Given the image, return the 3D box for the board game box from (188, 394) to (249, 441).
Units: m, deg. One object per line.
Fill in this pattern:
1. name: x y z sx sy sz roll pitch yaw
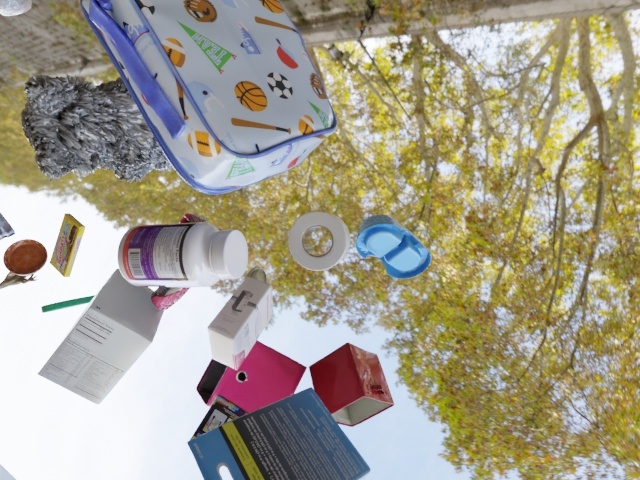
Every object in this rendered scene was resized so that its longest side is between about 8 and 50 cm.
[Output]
1. board game box: -0.248 0.532 1.168 0.170 0.048 0.141 29 -110 10

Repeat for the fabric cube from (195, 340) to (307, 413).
1. fabric cube: -0.248 0.484 1.497 0.254 0.258 0.259 -62 -162 -16

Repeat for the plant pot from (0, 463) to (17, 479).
1. plant pot: -0.744 0.544 0.795 0.247 0.252 0.248 23 -125 21

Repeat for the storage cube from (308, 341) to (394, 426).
1. storage cube: 0.103 0.487 1.433 0.215 0.183 0.193 -39 -136 22

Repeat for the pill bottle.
1. pill bottle: -0.225 0.024 0.710 0.193 0.108 0.108 -1 -115 18

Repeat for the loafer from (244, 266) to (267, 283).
1. loafer: -0.275 0.221 1.786 0.092 0.101 0.269 -32 -144 42

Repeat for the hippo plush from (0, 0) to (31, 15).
1. hippo plush: -0.700 -0.587 0.808 0.294 0.236 0.235 -46 -122 47

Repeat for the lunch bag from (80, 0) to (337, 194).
1. lunch bag: -0.130 -0.216 0.516 0.115 0.243 0.304 -31 -90 46

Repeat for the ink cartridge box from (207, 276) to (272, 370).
1. ink cartridge box: -0.229 0.238 1.249 0.092 0.159 0.218 20 -137 16

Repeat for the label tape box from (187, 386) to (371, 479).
1. label tape box: -0.096 0.511 0.955 0.249 0.347 0.115 46 -51 34

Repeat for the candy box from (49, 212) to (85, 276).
1. candy box: -0.899 0.017 1.509 0.105 0.027 0.206 32 -74 26

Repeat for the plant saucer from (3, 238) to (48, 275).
1. plant saucer: -0.647 0.037 0.936 0.013 0.083 0.084 131 -29 -63

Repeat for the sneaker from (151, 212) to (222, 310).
1. sneaker: -0.352 0.051 1.068 0.121 0.112 0.299 -41 -158 31

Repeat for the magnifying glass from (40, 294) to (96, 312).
1. magnifying glass: -0.659 0.169 1.209 0.092 0.230 0.026 -17 -93 47

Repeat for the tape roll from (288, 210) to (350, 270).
1. tape roll: 0.000 0.000 1.796 0.245 0.169 0.246 0 -89 10

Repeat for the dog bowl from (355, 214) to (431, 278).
1. dog bowl: 0.245 0.018 1.449 0.166 0.297 0.074 -40 -147 28

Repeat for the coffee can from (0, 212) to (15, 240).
1. coffee can: -0.704 -0.014 0.694 0.201 0.202 0.275 16 -132 41

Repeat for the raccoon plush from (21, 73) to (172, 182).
1. raccoon plush: -0.311 -0.242 0.794 0.446 0.216 0.299 -17 -168 3

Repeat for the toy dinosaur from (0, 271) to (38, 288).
1. toy dinosaur: -0.703 0.088 0.978 0.092 0.053 0.183 -20 -161 24

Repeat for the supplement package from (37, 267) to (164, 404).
1. supplement package: -0.486 0.214 0.978 0.203 0.149 0.194 -48 -160 11
